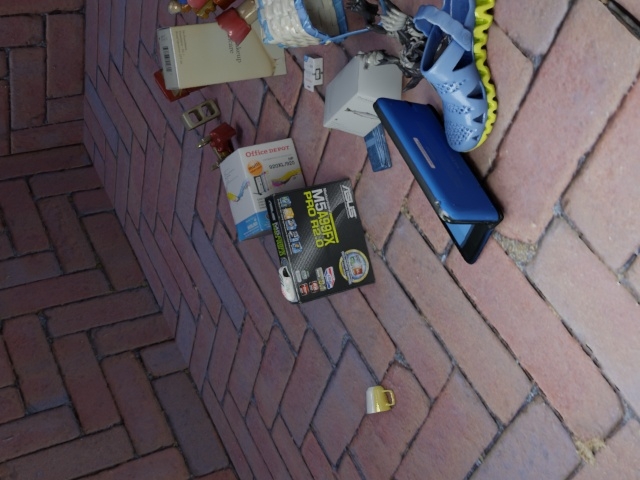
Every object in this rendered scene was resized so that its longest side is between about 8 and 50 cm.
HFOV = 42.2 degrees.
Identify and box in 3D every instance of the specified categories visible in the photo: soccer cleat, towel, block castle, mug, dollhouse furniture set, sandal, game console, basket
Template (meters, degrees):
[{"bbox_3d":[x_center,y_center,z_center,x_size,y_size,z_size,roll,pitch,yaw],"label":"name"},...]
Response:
[{"bbox_3d":[-0.078,0.100,1.940,0.035,0.029,0.083,136,121,-65],"label":"soccer cleat"},{"bbox_3d":[0.124,-0.216,1.881,0.067,0.029,0.120,-16,88,64],"label":"towel"},{"bbox_3d":[-0.330,-0.690,1.973,0.453,0.212,0.303,53,-170,19],"label":"block castle"},{"bbox_3d":[0.150,0.401,2.102,0.062,0.078,0.064,51,-152,-77],"label":"mug"},{"bbox_3d":[-0.349,-0.432,2.596,0.374,0.152,0.201,58,152,-3],"label":"dollhouse furniture set"},{"bbox_3d":[0.236,-0.314,1.509,0.126,0.138,0.318,19,121,57],"label":"sandal"},{"bbox_3d":[0.205,-0.108,1.610,0.173,0.250,0.293,-47,59,35],"label":"game console"},{"bbox_3d":[-0.002,-0.556,1.811,0.288,0.201,0.255,-10,91,35],"label":"basket"}]

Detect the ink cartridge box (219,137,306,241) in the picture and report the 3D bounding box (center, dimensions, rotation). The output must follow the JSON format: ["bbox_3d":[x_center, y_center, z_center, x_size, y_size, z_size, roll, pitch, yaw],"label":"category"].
[{"bbox_3d":[-0.150,-0.139,2.280,0.168,0.171,0.233,-23,82,62],"label":"ink cartridge box"}]

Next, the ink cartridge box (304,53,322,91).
[{"bbox_3d":[-0.018,-0.415,2.057,0.048,0.028,0.083,38,134,51],"label":"ink cartridge box"}]

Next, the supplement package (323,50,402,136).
[{"bbox_3d":[0.089,-0.312,1.788,0.179,0.105,0.105,145,134,-62],"label":"supplement package"}]

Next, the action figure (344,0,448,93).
[{"bbox_3d":[0.144,-0.397,1.628,0.276,0.140,0.164,56,137,20],"label":"action figure"}]

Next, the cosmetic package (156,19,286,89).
[{"bbox_3d":[-0.255,-0.492,2.168,0.113,0.309,0.160,17,118,60],"label":"cosmetic package"}]

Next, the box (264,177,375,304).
[{"bbox_3d":[0.000,0.000,2.013,0.060,0.216,0.270,-14,89,64],"label":"box"}]
